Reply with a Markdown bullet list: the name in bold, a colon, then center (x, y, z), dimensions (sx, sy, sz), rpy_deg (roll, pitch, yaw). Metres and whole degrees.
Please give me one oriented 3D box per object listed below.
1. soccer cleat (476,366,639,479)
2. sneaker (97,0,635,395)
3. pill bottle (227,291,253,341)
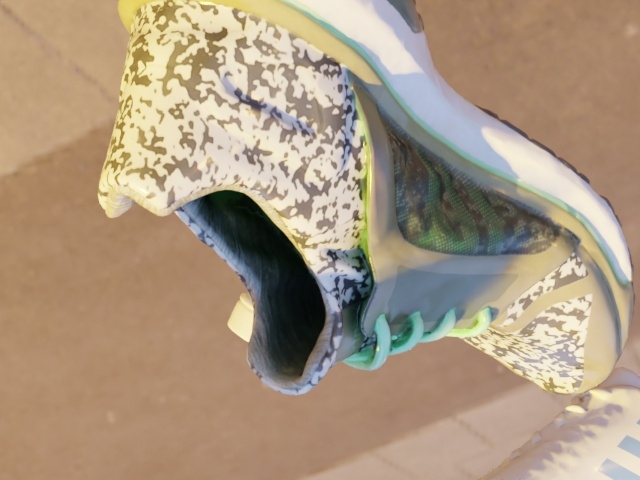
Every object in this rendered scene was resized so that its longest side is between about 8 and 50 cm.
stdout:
- **soccer cleat**: center (0.215, 0.185, 1.399), dimensions (0.331, 0.143, 0.116), rpy_deg (-8, 164, -20)
- **sneaker**: center (0.016, 0.007, 0.856), dimensions (0.158, 0.182, 0.410), rpy_deg (1, 151, 43)
- **pill bottle**: center (0.000, 0.000, 1.381), dimensions (0.108, 0.108, 0.193), rpy_deg (17, 101, -54)
